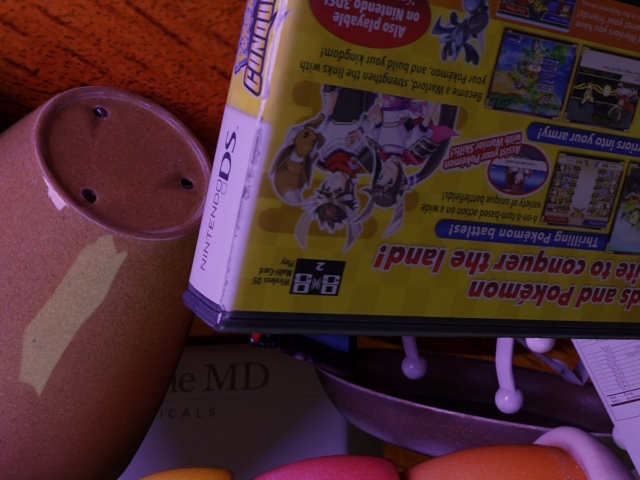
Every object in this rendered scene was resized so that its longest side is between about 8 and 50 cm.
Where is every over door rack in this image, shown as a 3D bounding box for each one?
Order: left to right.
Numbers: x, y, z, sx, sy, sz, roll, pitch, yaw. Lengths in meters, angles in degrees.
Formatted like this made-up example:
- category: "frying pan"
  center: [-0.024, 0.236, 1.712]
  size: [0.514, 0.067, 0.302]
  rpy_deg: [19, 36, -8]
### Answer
- category: "over door rack"
  center: [0.186, 0.090, 0.860]
  size: [0.324, 0.108, 0.240]
  rpy_deg: [24, 173, -35]

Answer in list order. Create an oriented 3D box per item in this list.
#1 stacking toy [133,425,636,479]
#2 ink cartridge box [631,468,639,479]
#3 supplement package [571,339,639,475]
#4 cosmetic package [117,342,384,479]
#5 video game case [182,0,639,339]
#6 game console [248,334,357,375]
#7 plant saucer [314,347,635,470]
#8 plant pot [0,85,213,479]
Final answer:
- category: "stacking toy"
  center: [-0.059, 0.257, 0.701]
  size: [0.480, 0.350, 0.350]
  rpy_deg: [10, 152, -3]
- category: "ink cartridge box"
  center: [0.494, 0.313, 1.192]
  size: [0.385, 0.279, 0.160]
  rpy_deg: [0, 154, 4]
- category: "supplement package"
  center: [0.260, 0.037, 0.664]
  size: [0.149, 0.203, 0.194]
  rpy_deg: [-26, -179, 42]
- category: "cosmetic package"
  center: [-0.112, 0.341, 1.147]
  size: [0.330, 0.393, 0.327]
  rpy_deg: [-3, 153, 9]
- category: "video game case"
  center: [0.094, -0.081, 0.461]
  size: [0.275, 0.248, 0.035]
  rpy_deg: [4, -165, -34]
- category: "game console"
  center: [0.000, 0.000, 0.750]
  size: [0.085, 0.144, 0.124]
  rpy_deg: [7, 152, -13]
- category: "plant saucer"
  center: [0.143, 0.144, 0.965]
  size: [0.311, 0.050, 0.310]
  rpy_deg: [9, -176, -1]
- category: "plant pot"
  center: [-0.177, 0.024, 0.753]
  size: [0.237, 0.237, 0.254]
  rpy_deg: [15, 137, -25]
